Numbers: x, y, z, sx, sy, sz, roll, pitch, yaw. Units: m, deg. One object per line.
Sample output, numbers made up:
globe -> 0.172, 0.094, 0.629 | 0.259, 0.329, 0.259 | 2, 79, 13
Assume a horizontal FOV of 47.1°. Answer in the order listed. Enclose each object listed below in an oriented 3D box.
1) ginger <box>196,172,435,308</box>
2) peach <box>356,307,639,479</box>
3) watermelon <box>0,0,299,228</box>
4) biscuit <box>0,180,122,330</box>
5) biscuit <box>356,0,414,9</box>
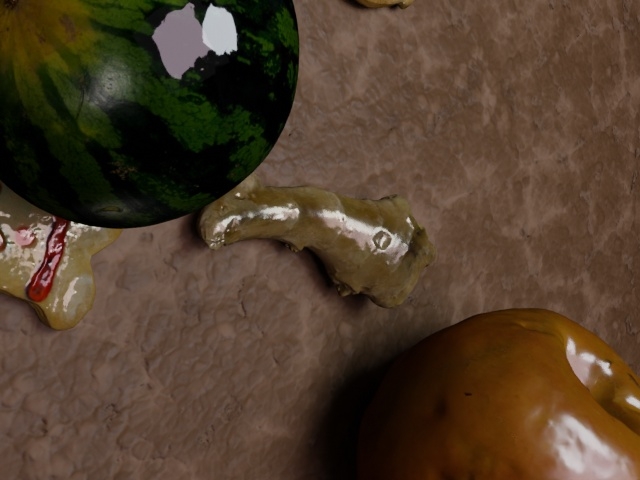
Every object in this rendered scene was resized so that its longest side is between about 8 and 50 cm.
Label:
ginger -> 0.000, 0.000, 0.799 | 0.295, 0.086, 0.131 | 8, 95, -32
peach -> 0.206, 0.243, 0.821 | 0.343, 0.342, 0.301 | 13, 124, -40
watermelon -> -0.141, -0.143, 0.553 | 0.269, 0.269, 0.268 | -2, 93, -40
biscuit -> -0.278, -0.010, 0.593 | 0.234, 0.030, 0.153 | 26, 74, -38
biscuit -> 0.054, -0.395, 0.852 | 0.203, 0.041, 0.260 | -43, 117, -27
